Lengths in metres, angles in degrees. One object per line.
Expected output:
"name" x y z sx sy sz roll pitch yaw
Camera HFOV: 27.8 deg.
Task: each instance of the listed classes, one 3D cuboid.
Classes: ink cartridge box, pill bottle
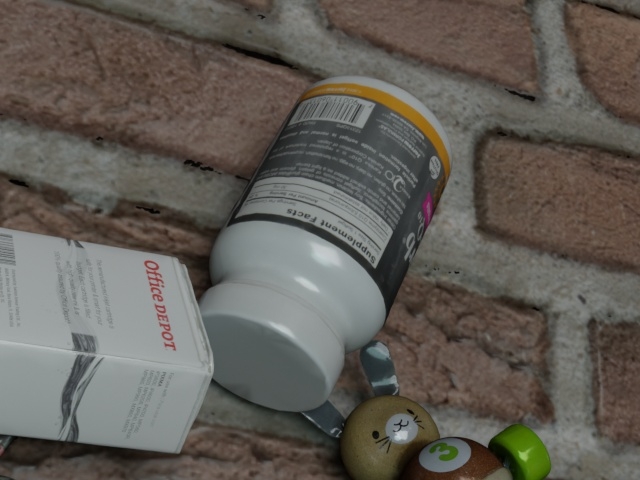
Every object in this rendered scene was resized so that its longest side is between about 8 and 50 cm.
"ink cartridge box" -0.206 0.071 0.989 0.217 0.092 0.159 9 30 -22
"pill bottle" 0.000 0.000 1.128 0.162 0.162 0.278 33 55 -9

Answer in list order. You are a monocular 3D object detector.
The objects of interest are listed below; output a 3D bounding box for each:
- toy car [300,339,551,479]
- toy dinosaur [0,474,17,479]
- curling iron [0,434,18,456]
"toy car" 0.068 0.174 1.097 0.155 0.149 0.188 -29 69 -25
"toy dinosaur" -0.161 0.228 0.857 0.218 0.322 0.164 11 66 7
"curling iron" -0.305 0.230 0.919 0.035 0.068 0.274 39 59 -6
